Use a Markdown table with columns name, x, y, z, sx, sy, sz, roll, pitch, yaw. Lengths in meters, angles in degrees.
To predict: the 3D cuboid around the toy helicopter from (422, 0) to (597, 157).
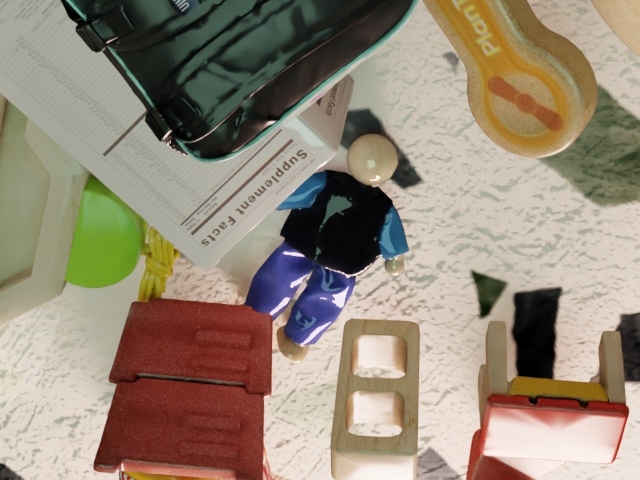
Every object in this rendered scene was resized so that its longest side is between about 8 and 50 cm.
| name | x | y | z | sx | sy | sz | roll | pitch | yaw |
| --- | --- | --- | --- | --- | --- | --- | --- | --- | --- |
| toy helicopter | 0.051 | -0.202 | 1.014 | 0.235 | 0.140 | 0.355 | -24 | 103 | 39 |

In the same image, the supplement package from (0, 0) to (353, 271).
| name | x | y | z | sx | sy | sz | roll | pitch | yaw |
| --- | --- | --- | --- | --- | --- | --- | --- | --- | --- |
| supplement package | -0.113 | -0.123 | 1.079 | 0.244 | 0.134 | 0.139 | 43 | 114 | -15 |

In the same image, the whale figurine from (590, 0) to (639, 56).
| name | x | y | z | sx | sy | sz | roll | pitch | yaw |
| --- | --- | --- | --- | --- | --- | --- | --- | --- | --- |
| whale figurine | 0.284 | -0.166 | 0.963 | 0.141 | 0.272 | 0.216 | -47 | 146 | -13 |

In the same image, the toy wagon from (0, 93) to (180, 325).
| name | x | y | z | sx | sy | sz | roll | pitch | yaw |
| --- | --- | --- | --- | --- | --- | --- | --- | --- | --- |
| toy wagon | -0.271 | -0.032 | 1.184 | 0.344 | 0.068 | 0.267 | 15 | 118 | -2 |

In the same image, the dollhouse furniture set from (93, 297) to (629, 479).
| name | x | y | z | sx | sy | sz | roll | pitch | yaw |
| --- | --- | --- | --- | --- | --- | --- | --- | --- | --- |
| dollhouse furniture set | 0.027 | 0.172 | 1.178 | 0.374 | 0.152 | 0.201 | 4 | 139 | 1 |

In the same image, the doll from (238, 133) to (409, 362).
| name | x | y | z | sx | sy | sz | roll | pitch | yaw |
| --- | --- | --- | --- | --- | --- | --- | --- | --- | --- |
| doll | 0.000 | 0.000 | 1.180 | 0.129 | 0.046 | 0.189 | 28 | 117 | -9 |

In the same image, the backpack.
| name | x | y | z | sx | sy | sz | roll | pitch | yaw |
| --- | --- | --- | --- | --- | --- | --- | --- | --- | --- |
| backpack | -0.037 | -0.158 | 0.923 | 0.188 | 0.144 | 0.166 | -34 | 100 | 13 |
